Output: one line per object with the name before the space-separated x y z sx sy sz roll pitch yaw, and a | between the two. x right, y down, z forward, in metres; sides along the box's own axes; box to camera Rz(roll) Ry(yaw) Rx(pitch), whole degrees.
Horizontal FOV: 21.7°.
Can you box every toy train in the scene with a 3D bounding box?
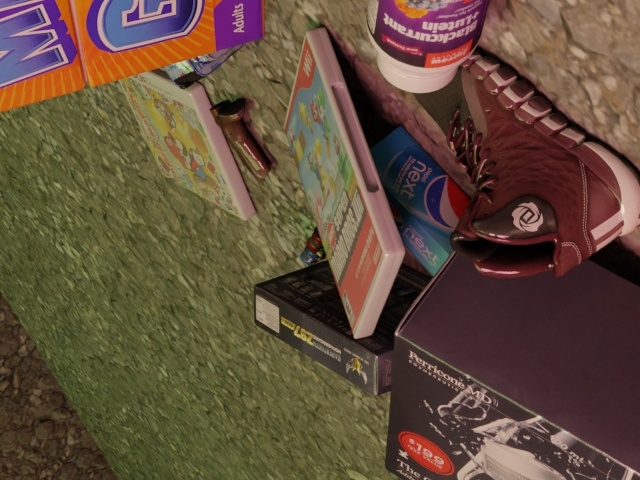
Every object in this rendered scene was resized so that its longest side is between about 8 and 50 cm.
toy train | 0.000 0.000 2.143 0.027 0.036 0.158 47 159 9

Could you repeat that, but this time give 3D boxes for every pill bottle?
pill bottle | 0.097 -0.217 1.495 0.108 0.108 0.193 43 158 18

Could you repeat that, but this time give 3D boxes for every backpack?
backpack | -0.147 -0.252 1.940 0.084 0.105 0.114 -23 105 45

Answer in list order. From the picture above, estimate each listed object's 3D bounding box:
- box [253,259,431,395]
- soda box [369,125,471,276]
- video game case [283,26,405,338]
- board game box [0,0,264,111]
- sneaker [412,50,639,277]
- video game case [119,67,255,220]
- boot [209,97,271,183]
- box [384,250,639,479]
box | 0.060 0.090 1.967 0.233 0.183 0.059 28 127 44
soda box | 0.127 -0.019 1.816 0.210 0.067 0.071 47 158 8
video game case | 0.021 -0.061 1.828 0.204 0.025 0.285 107 149 -60
board game box | -0.273 -0.372 1.490 0.356 0.356 0.356 91 159 -59
sneaker | 0.152 -0.066 1.559 0.281 0.162 0.106 37 155 30
video game case | -0.192 -0.148 2.298 0.206 0.026 0.227 28 150 45
boot | -0.091 -0.123 2.122 0.114 0.037 0.106 60 170 -15
box | 0.252 0.183 1.658 0.343 0.179 0.312 29 152 17
